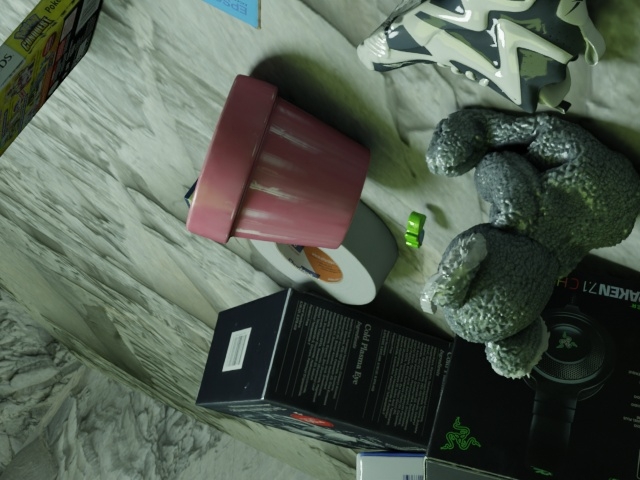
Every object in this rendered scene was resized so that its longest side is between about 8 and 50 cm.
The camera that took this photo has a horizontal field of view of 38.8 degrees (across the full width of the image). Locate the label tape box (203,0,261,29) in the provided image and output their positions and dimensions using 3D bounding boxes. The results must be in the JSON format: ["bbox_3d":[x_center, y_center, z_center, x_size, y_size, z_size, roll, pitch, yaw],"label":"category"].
[{"bbox_3d":[-0.122,-0.354,0.717,0.241,0.106,0.333,29,158,10],"label":"label tape box"}]

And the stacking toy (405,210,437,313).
[{"bbox_3d":[0.204,0.048,1.177,0.167,0.052,0.221,18,151,27],"label":"stacking toy"}]

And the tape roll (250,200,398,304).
[{"bbox_3d":[0.000,0.000,1.306,0.219,0.072,0.219,28,157,13],"label":"tape roll"}]

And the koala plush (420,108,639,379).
[{"bbox_3d":[0.188,0.007,0.889,0.203,0.221,0.196,6,145,47],"label":"koala plush"}]

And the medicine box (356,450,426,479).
[{"bbox_3d":[0.224,0.438,1.566,0.264,0.149,0.289,-4,168,18],"label":"medicine box"}]

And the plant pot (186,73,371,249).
[{"bbox_3d":[-0.045,-0.078,1.085,0.180,0.201,0.201,18,157,-5],"label":"plant pot"}]

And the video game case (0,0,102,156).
[{"bbox_3d":[-0.355,-0.209,1.118,0.035,0.248,0.275,36,157,-10],"label":"video game case"}]

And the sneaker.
[{"bbox_3d":[0.142,-0.158,0.781,0.153,0.094,0.235,49,143,-14],"label":"sneaker"}]

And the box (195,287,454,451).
[{"bbox_3d":[0.004,0.227,1.507,0.313,0.178,0.343,19,162,-20],"label":"box"}]

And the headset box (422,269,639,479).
[{"bbox_3d":[0.258,0.182,1.001,0.247,0.283,0.131,12,148,14],"label":"headset box"}]

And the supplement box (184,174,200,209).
[{"bbox_3d":[-0.140,-0.064,1.341,0.083,0.083,0.056,23,155,20],"label":"supplement box"}]
